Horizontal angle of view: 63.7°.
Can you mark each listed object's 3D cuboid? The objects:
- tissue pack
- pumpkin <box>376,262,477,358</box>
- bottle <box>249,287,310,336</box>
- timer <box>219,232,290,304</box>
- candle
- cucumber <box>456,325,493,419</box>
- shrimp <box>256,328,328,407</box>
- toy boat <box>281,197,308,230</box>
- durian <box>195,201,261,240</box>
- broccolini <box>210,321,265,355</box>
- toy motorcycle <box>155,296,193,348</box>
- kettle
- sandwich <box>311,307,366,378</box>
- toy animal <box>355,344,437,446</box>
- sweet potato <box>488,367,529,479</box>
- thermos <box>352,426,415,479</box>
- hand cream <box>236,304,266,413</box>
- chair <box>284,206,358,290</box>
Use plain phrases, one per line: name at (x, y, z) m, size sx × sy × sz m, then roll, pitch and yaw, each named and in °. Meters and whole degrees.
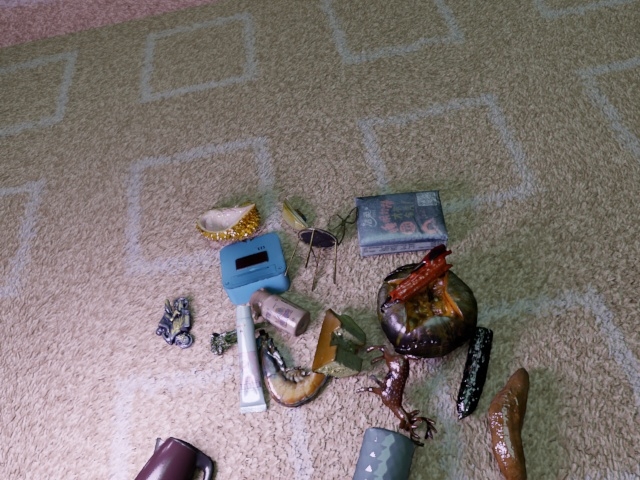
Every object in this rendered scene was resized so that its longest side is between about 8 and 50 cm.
tissue pack at (0.287, -0.068, 1.865) m, size 0.316 × 0.103 × 0.228 m, roll -5°, pitch 53°, yaw 5°
pumpkin at (0.330, 0.216, 1.609) m, size 0.321 × 0.192 × 0.320 m, roll -6°, pitch 55°, yaw 8°
bottle at (-0.146, 0.242, 1.730) m, size 0.209 × 0.097 × 0.110 m, roll 24°, pitch 86°, yaw 24°
timer at (-0.240, 0.094, 1.874) m, size 0.232 × 0.091 × 0.250 m, roll -16°, pitch 43°, yaw -1°
candle at (0.284, 0.115, 1.535) m, size 0.302 × 0.059 × 0.084 m, roll -36°, pitch 45°, yaw -18°
cucumber at (0.461, 0.395, 1.542) m, size 0.072 × 0.072 × 0.300 m, roll 12°, pitch 60°, yaw 17°
shrimp at (-0.092, 0.380, 1.648) m, size 0.222 × 0.054 × 0.290 m, roll -29°, pitch 59°, yaw -10°
toy boat at (-0.102, -0.096, 1.972) m, size 0.066 × 0.065 × 0.172 m, roll -20°, pitch 53°, yaw -32°
durian at (-0.344, -0.058, 1.940) m, size 0.250 × 0.138 × 0.183 m, roll -1°, pitch 57°, yaw 17°
broccolini at (-0.275, 0.315, 1.696) m, size 0.201 × 0.074 × 0.058 m, roll -22°, pitch 37°, yaw 7°
toy motorcycle at (-0.507, 0.288, 1.775) m, size 0.124 × 0.061 × 0.193 m, roll -11°, pitch 63°, yaw -7°
kettle at (-0.423, 0.685, 1.450) m, size 0.202 × 0.144 × 0.232 m, roll 28°, pitch 60°, yaw 3°
sandwich at (0.062, 0.308, 1.617) m, size 0.128 × 0.122 × 0.235 m, roll -34°, pitch 34°, yaw 42°
toy animal at (0.221, 0.442, 1.495) m, size 0.087 × 0.243 × 0.260 m, roll -5°, pitch 14°, yaw -44°
sweet potato at (0.526, 0.506, 1.445) m, size 0.114 × 0.092 × 0.341 m, roll 20°, pitch 58°, yaw -7°
thermos at (0.167, 0.660, 1.364) m, size 0.182 × 0.145 × 0.286 m, roll 9°, pitch 60°, yaw 18°
hand cream at (-0.228, 0.374, 1.639) m, size 0.085 × 0.058 × 0.331 m, roll -10°, pitch 76°, yaw 9°
chair at (0.000, 0.000, 1.814) m, size 0.160 × 0.170 × 0.325 m, roll -24°, pitch 45°, yaw 50°
